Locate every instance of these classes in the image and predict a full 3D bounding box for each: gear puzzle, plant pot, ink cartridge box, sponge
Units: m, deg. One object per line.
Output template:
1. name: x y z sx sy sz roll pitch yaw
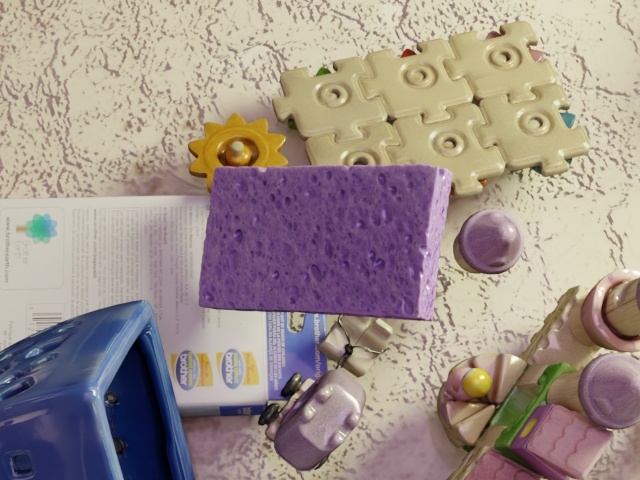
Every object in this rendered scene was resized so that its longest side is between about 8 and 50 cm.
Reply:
1. gear puzzle: 0.053 -0.087 1.323 0.338 0.044 0.175 -13 56 -11
2. plant pot: -0.216 0.196 1.130 0.212 0.236 0.236 -11 102 4
3. ink cartridge box: -0.150 0.056 1.288 0.311 0.065 0.186 -2 72 -1
4. sponge: 0.000 0.000 1.197 0.210 0.031 0.117 2 81 33

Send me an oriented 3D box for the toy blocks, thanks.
1. toy blocks: 0.167 0.123 1.144 0.309 0.260 0.289 38 76 -3
